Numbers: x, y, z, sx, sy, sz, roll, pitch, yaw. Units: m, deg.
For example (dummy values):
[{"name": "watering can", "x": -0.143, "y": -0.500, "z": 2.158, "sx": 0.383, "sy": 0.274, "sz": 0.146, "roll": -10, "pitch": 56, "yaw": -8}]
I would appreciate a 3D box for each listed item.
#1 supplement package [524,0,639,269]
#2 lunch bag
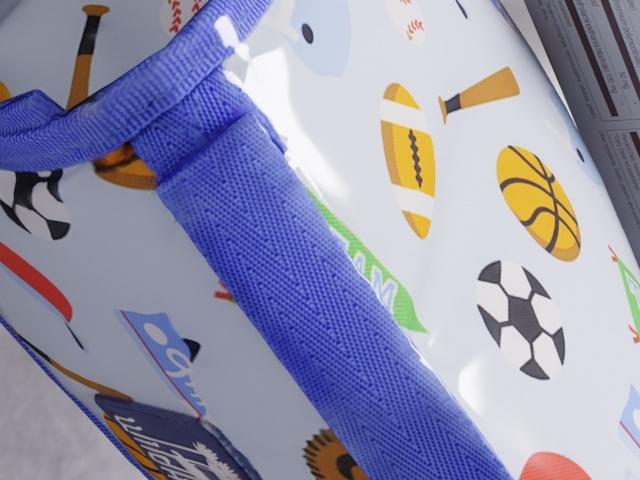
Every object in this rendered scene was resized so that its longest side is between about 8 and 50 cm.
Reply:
[{"name": "supplement package", "x": 0.230, "y": -0.140, "z": 0.863, "sx": 0.262, "sy": 0.145, "sz": 0.204, "roll": -57, "pitch": 131, "yaw": -38}, {"name": "lunch bag", "x": 0.000, "y": 0.000, "z": 0.746, "sx": 0.239, "sy": 0.385, "sz": 0.328, "roll": -34, "pitch": 113, "yaw": 7}]
